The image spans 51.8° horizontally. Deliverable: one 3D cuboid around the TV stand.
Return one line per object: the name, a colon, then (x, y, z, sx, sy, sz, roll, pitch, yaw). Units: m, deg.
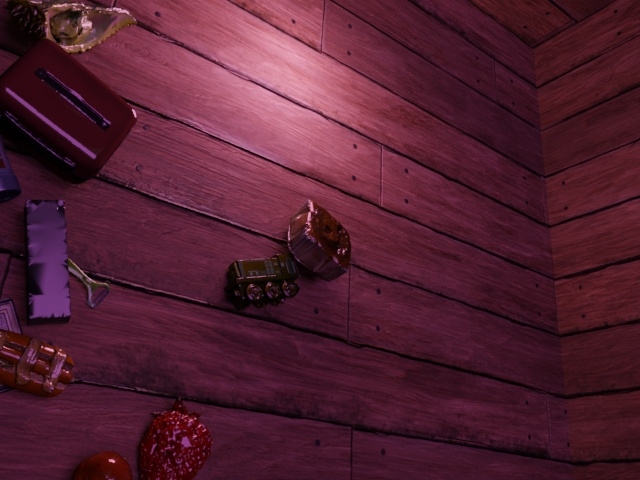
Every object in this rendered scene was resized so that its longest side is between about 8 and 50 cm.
TV stand: (-0.609, 0.047, 1.463, 0.088, 0.083, 0.269, -2, 73, -26)

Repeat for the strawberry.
strawberry: (-0.344, 0.494, 1.512, 0.174, 0.098, 0.228, 46, 49, -16)

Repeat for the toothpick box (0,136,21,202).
toothpick box: (-0.729, -0.162, 1.436, 0.101, 0.101, 0.153, -20, 87, -43)

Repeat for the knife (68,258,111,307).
knife: (-0.565, 0.078, 1.538, 0.166, 0.023, 0.078, 48, 45, -17)

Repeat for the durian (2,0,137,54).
durian: (-0.626, -0.554, 1.609, 0.157, 0.170, 0.355, 64, 24, -5)

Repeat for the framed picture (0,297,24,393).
framed picture: (-0.708, 0.232, 1.365, 0.195, 0.010, 0.199, -14, 84, -42)

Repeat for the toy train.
toy train: (-0.160, 0.111, 1.825, 0.226, 0.090, 0.137, -2, 68, -41)

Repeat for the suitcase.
suitcase: (-0.609, -0.298, 1.550, 0.297, 0.161, 0.236, 41, 53, -23)

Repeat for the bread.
bread: (0.001, -0.002, 1.935, 0.192, 0.110, 0.209, 41, 28, -22)

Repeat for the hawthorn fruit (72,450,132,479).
hawthorn fruit: (-0.462, 0.511, 1.404, 0.125, 0.140, 0.125, -4, 104, -15)

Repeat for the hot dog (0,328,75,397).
hot dog: (-0.636, 0.245, 1.367, 0.270, 0.072, 0.109, 32, 54, -30)
